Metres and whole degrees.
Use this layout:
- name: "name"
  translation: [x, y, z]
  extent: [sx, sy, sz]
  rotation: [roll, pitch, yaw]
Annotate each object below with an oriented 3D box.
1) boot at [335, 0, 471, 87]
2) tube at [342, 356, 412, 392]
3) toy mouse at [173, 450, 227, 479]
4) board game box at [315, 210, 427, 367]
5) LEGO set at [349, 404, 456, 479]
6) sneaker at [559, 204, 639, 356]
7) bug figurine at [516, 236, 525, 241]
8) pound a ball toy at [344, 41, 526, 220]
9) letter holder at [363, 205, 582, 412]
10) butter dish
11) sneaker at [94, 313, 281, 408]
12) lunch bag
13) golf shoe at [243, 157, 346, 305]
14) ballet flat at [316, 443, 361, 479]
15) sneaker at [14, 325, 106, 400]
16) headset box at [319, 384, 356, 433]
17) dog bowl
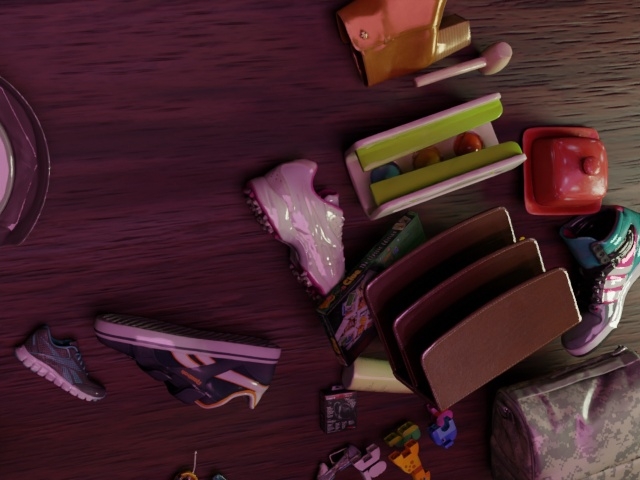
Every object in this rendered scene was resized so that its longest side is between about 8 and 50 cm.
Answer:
- name: "boot"
  translation: [0.121, -0.407, 1.717]
  extent: [0.211, 0.104, 0.295]
  rotation: [-21, 115, -13]
- name: "tube"
  translation: [0.160, 0.251, 1.927]
  extent: [0.240, 0.070, 0.062]
  rotation: [8, 114, -19]
- name: "toy mouse"
  translation: [-0.207, 0.460, 1.881]
  extent: [0.143, 0.031, 0.161]
  rotation: [31, 93, -23]
- name: "board game box"
  translation: [0.099, 0.081, 1.815]
  extent: [0.260, 0.030, 0.136]
  rotation: [-45, 130, -28]
- name: "LEGO set"
  translation: [0.178, 0.389, 1.947]
  extent: [0.227, 0.087, 0.093]
  rotation: [-31, 115, -19]
- name: "sneaker"
  translation: [0.496, 0.055, 1.959]
  extent: [0.178, 0.124, 0.295]
  rotation: [34, 84, -29]
- name: "bug figurine"
  translation: [0.291, 0.124, 1.939]
  extent: [0.279, 0.072, 0.216]
  rotation: [-48, 120, -7]
- name: "pound a ball toy"
  translation: [0.196, -0.184, 1.808]
  extent: [0.319, 0.136, 0.208]
  rotation: [-21, 85, -13]
- name: "letter holder"
  translation: [0.252, 0.101, 1.780]
  extent: [0.302, 0.152, 0.214]
  rotation: [-30, 117, -16]
- name: "butter dish"
  translation: [0.451, -0.126, 1.887]
  extent: [0.160, 0.118, 0.159]
  rotation: [-1, 89, -19]
- name: "sneaker"
  translation: [-0.223, 0.206, 1.754]
  extent: [0.321, 0.126, 0.127]
  rotation: [14, 94, -23]
- name: "lunch bag"
  translation: [0.472, 0.347, 1.973]
  extent: [0.305, 0.212, 0.256]
  rotation: [-15, 121, -14]
- name: "golf shoe"
  translation: [0.000, 0.000, 1.785]
  extent: [0.140, 0.115, 0.306]
  rotation: [-36, 114, -10]
- name: "ballet flat"
  translation: [0.022, 0.414, 1.949]
  extent: [0.114, 0.041, 0.041]
  rotation: [-40, 113, -5]
- name: "sneaker"
  translation: [-0.408, 0.199, 1.726]
  extent: [0.166, 0.065, 0.076]
  rotation: [37, 87, -25]
- name: "headset box"
  translation: [0.032, 0.300, 1.919]
  extent: [0.062, 0.032, 0.083]
  rotation: [-7, 106, -18]
- name: "dog bowl"
  translation: [-0.578, -0.111, 1.558]
  extent: [0.349, 0.102, 0.348]
  rotation: [-5, 107, -18]
